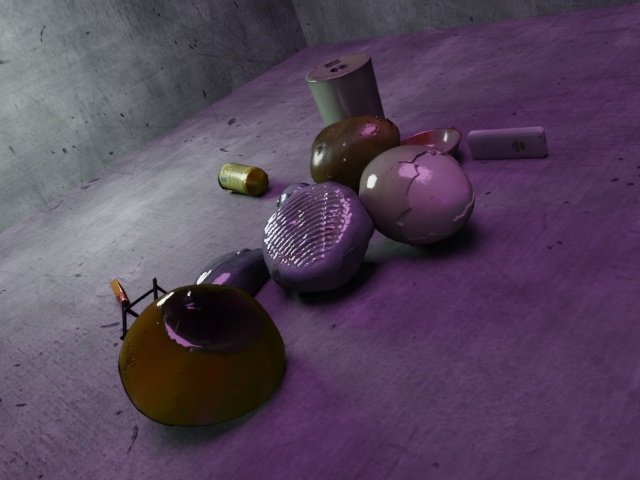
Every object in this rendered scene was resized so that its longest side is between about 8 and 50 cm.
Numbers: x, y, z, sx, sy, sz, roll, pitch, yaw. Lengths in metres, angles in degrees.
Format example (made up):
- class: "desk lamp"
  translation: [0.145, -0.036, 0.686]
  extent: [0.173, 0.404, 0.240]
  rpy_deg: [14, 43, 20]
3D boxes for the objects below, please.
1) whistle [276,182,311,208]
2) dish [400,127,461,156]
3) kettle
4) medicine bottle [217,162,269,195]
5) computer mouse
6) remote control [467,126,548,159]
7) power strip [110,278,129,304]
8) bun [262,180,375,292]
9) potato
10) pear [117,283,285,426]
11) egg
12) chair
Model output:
- class: "whistle"
  translation: [-0.038, -0.115, 1.981]
  extent: [0.289, 0.164, 0.163]
  rpy_deg: [4, 38, 39]
- class: "dish"
  translation: [0.374, -0.297, 2.086]
  extent: [0.260, 0.085, 0.260]
  rpy_deg: [-18, 28, 10]
- class: "kettle"
  translation: [0.105, -0.510, 2.319]
  extent: [0.250, 0.377, 0.361]
  rpy_deg: [-26, 29, -7]
- class: "medicine bottle"
  translation: [-0.310, -0.248, 2.430]
  extent: [0.124, 0.124, 0.238]
  rpy_deg: [-38, 34, -27]
- class: "computer mouse"
  translation: [-0.270, 0.109, 1.806]
  extent: [0.188, 0.122, 0.371]
  rpy_deg: [5, 35, 38]
- class: "remote control"
  translation: [0.603, -0.313, 1.938]
  extent: [0.250, 0.103, 0.034]
  rpy_deg: [3, 40, 39]
- class: "power strip"
  translation: [-0.678, 0.181, 2.021]
  extent: [0.028, 0.049, 0.178]
  rpy_deg: [-36, 31, -14]
- class: "bun"
  translation: [0.001, 0.005, 1.688]
  extent: [0.354, 0.194, 0.355]
  rpy_deg: [-21, 52, 30]
- class: "potato"
  translation: [0.112, -0.294, 2.063]
  extent: [0.359, 0.219, 0.270]
  rpy_deg: [-13, 62, 47]
- class: "pear"
  translation: [-0.271, 0.227, 1.393]
  extent: [0.398, 0.165, 0.399]
  rpy_deg: [6, 40, -5]
- class: "egg"
  translation: [0.273, -0.127, 1.656]
  extent: [0.278, 0.278, 0.336]
  rpy_deg: [-40, 28, -30]
- class: "chair"
  translation: [-0.437, 0.251, 1.610]
  extent: [0.141, 0.154, 0.260]
  rpy_deg: [-35, 40, 11]
